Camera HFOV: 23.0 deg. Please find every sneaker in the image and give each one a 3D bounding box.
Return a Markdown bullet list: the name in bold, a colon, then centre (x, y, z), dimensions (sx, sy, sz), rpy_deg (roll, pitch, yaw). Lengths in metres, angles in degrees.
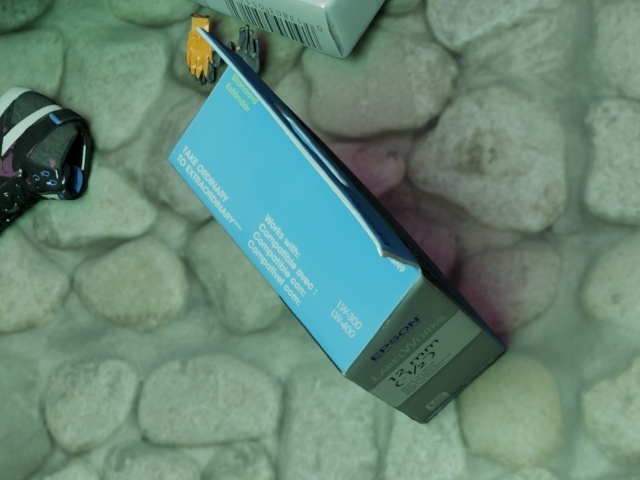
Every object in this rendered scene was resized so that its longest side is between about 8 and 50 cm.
- **sneaker**: centre (-0.308, -0.043, 1.566), dimensions (0.121, 0.079, 0.216), rpy_deg (25, 84, 26)

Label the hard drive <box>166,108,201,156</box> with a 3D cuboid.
- **hard drive**: centre (-0.076, -0.077, 1.514), dimensions (0.094, 0.022, 0.135), rpy_deg (-49, 64, 10)

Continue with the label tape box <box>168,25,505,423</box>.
- **label tape box**: centre (0.000, 0.000, 1.288), dimensions (0.115, 0.348, 0.249), rpy_deg (-43, 65, 5)

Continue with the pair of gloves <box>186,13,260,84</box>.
- **pair of gloves**: centre (-0.095, -0.181, 1.539), dimensions (0.083, 0.010, 0.074), rpy_deg (16, 119, 23)

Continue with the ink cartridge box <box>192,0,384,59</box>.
- **ink cartridge box**: centre (-0.016, -0.392, 1.572), dimensions (0.308, 0.091, 0.385), rpy_deg (24, 68, 25)
